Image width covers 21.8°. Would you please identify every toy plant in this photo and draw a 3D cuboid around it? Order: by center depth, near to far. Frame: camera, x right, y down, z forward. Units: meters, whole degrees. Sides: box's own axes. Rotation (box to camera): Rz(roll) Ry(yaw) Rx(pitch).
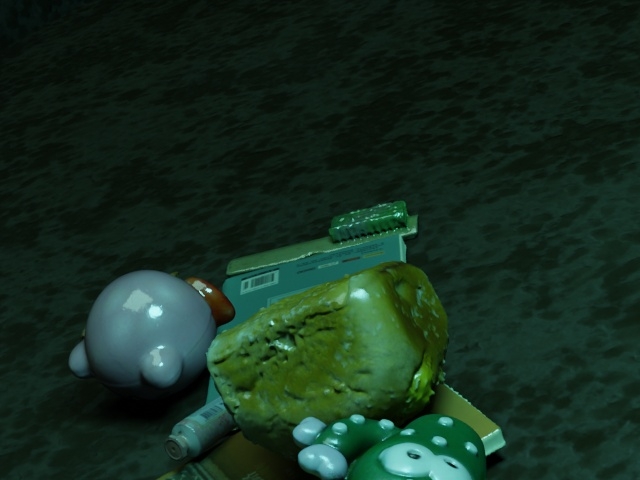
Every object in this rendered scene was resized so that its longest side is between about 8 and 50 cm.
[{"bbox_3d":[0.093,0.248,1.583,0.232,0.112,0.243,11,28,-17],"label":"toy plant"}]

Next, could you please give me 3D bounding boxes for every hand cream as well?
[{"bbox_3d":[-0.104,0.195,1.930,0.067,0.043,0.209,0,21,40],"label":"hand cream"}]

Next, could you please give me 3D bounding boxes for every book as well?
[{"bbox_3d":[-0.018,0.252,1.801,0.374,0.028,0.262,-29,29,-14],"label":"book"},{"bbox_3d":[-0.013,0.111,2.123,0.264,0.031,0.379,-15,24,9],"label":"book"}]

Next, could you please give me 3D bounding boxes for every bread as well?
[{"bbox_3d":[0.013,0.137,1.769,0.246,0.176,0.195,-23,-1,26],"label":"bread"}]

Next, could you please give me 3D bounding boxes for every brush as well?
[{"bbox_3d":[0.000,0.000,2.338,0.282,0.048,0.054,-15,21,14],"label":"brush"}]

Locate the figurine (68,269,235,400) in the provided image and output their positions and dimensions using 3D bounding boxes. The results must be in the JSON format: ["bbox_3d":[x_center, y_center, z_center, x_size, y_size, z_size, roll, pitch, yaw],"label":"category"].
[{"bbox_3d":[-0.215,0.121,2.088,0.173,0.173,0.173,-16,24,7],"label":"figurine"}]

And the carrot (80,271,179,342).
[{"bbox_3d":[-0.261,0.099,2.322,0.047,0.047,0.191,4,29,42],"label":"carrot"}]
